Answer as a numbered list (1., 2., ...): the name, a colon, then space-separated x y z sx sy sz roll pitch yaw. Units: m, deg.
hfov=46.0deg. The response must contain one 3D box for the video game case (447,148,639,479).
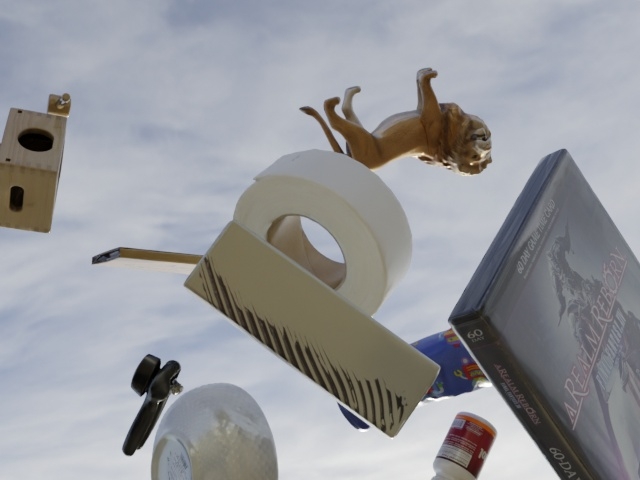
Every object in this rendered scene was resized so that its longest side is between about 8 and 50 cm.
1. video game case: 0.195 0.097 0.478 0.026 0.196 0.274 -25 -75 41

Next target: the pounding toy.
1. pounding toy: -0.429 -0.150 1.122 0.094 0.206 0.181 8 -45 -19

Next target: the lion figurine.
1. lion figurine: 0.167 -0.222 1.602 0.392 0.142 0.240 -13 -73 -2

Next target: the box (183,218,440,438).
1. box: -0.011 0.099 0.833 0.275 0.113 0.094 35 -100 7

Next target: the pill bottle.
1. pill bottle: 0.261 0.402 1.396 0.086 0.086 0.152 50 -119 -34

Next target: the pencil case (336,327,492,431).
1. pencil case: 0.180 0.253 1.392 0.306 0.119 0.133 -25 -57 18

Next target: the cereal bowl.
1. cereal bowl: -0.240 0.458 1.511 0.141 0.339 0.339 7 -59 -41

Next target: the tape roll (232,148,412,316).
1. tape roll: 0.000 0.000 1.211 0.100 0.286 0.286 -43 -36 -44

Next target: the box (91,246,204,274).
1. box: -0.290 0.039 1.361 0.201 0.164 0.021 7 -101 -32

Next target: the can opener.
1. can opener: -0.269 0.264 1.198 0.059 0.073 0.186 -19 -44 -59
